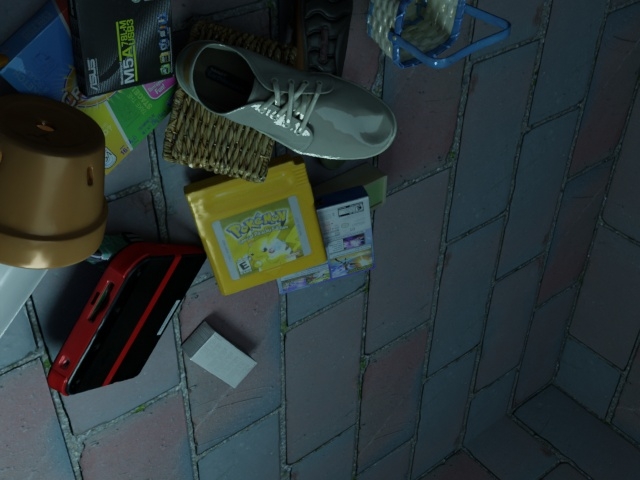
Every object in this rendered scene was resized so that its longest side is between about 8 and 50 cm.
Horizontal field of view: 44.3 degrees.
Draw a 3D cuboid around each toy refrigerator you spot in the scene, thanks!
[{"bbox_3d":[0.054,-0.105,2.121,0.269,0.094,0.102,-26,136,-29],"label":"toy refrigerator"}]

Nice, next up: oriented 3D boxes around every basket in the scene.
[{"bbox_3d":[0.269,-0.512,1.855,0.254,0.289,0.201,-27,136,-27],"label":"basket"},{"bbox_3d":[-0.190,-0.293,1.665,0.223,0.213,0.299,13,100,-6],"label":"basket"}]

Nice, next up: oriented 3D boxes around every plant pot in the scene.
[{"bbox_3d":[-0.498,-0.119,1.370,0.290,0.291,0.204,-4,131,-44],"label":"plant pot"}]

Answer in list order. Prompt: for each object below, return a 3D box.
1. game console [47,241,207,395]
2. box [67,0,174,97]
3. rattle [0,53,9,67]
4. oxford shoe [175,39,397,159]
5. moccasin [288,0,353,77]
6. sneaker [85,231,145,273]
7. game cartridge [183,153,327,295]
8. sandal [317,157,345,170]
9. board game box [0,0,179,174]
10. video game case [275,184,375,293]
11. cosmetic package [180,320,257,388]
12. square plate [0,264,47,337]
[{"bbox_3d":[-0.438,0.175,1.811,0.387,0.060,0.342,-58,165,10],"label":"game console"},{"bbox_3d":[-0.358,-0.371,1.427,0.184,0.045,0.191,-24,133,-35],"label":"box"},{"bbox_3d":[-0.616,-0.338,1.251,0.142,0.130,0.200,-30,112,-8],"label":"rattle"},{"bbox_3d":[-0.064,-0.263,1.508,0.449,0.130,0.169,19,98,-9],"label":"oxford shoe"},{"bbox_3d":[-0.005,-0.449,1.756,0.139,0.147,0.380,-9,108,-22],"label":"moccasin"},{"bbox_3d":[-0.471,0.039,1.695,0.098,0.083,0.223,-55,155,18],"label":"sneaker"},{"bbox_3d":[-0.146,-0.035,1.876,0.285,0.053,0.324,-19,131,-5],"label":"game cartridge"},{"bbox_3d":[0.033,-0.297,1.949,0.120,0.086,0.303,-37,136,-19],"label":"sandal"},{"bbox_3d":[-0.429,-0.308,1.495,0.242,0.064,0.316,-47,142,-7],"label":"board game box"},{"bbox_3d":[0.000,0.000,2.029,0.269,0.061,0.244,-15,129,-8],"label":"video game case"},{"bbox_3d":[-0.274,0.313,2.146,0.099,0.060,0.239,-46,142,-5],"label":"cosmetic package"},{"bbox_3d":[-0.720,0.072,1.514,0.347,0.049,0.344,-55,142,3],"label":"square plate"}]
